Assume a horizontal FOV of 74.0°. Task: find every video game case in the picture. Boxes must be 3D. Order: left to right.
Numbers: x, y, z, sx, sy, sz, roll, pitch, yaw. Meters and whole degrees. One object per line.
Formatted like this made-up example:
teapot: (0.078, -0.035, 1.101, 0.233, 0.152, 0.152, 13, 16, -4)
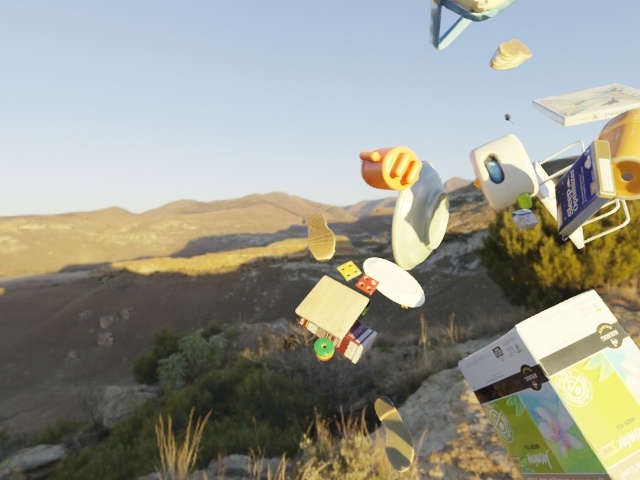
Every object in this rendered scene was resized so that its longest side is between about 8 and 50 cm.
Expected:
video game case: (0.955, -0.483, 1.494, 0.299, 0.036, 0.329, -9, 27, 12)

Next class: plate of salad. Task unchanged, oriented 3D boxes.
plate of salad: (0.204, 0.122, 1.202, 0.199, 0.048, 0.200, 23, 28, -13)

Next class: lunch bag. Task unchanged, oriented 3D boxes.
lunch bag: (0.805, -0.088, 1.678, 0.071, 0.083, 0.053, -11, -36, -18)

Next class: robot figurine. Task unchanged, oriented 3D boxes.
robot figurine: (0.203, -0.210, 1.255, 0.158, 0.128, 0.219, -14, 15, -22)

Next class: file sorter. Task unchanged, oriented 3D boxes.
file sorter: (0.861, -0.157, 1.414, 0.173, 0.278, 0.193, -34, 13, 41)

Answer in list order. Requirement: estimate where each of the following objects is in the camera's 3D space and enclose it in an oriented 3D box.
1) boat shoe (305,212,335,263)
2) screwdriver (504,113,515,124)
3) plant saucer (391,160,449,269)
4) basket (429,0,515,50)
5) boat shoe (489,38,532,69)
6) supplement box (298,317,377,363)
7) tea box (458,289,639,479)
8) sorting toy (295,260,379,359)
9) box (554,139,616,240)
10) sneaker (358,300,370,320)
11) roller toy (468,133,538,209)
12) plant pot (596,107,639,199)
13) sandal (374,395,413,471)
boat shoe: (0.000, 0.000, 1.615, 0.104, 0.089, 0.285, -7, 36, -2)
screwdriver: (0.708, -0.448, 1.576, 0.025, 0.024, 0.170, -10, 23, 13)
plant saucer: (0.380, -0.081, 1.525, 0.100, 0.401, 0.400, 13, 10, 32)
basket: (0.280, -0.483, 0.719, 0.255, 0.201, 0.289, -46, -12, 10)
boat shoe: (0.486, -0.473, 1.094, 0.170, 0.063, 0.059, -22, -17, -38)
supplement box: (0.058, 0.301, 1.453, 0.239, 0.073, 0.130, 32, 24, 21)
tea box: (0.529, 0.342, 0.941, 0.219, 0.324, 0.329, -20, -26, -15)
sorting toy: (0.034, 0.166, 1.055, 0.132, 0.046, 0.274, 26, 52, 21)
box: (0.592, -0.105, 0.978, 0.036, 0.137, 0.225, 7, -25, 7)
sneaker: (0.152, 0.244, 1.504, 0.031, 0.083, 0.035, 16, -3, -36)
roller toy: (0.510, -0.191, 1.209, 0.146, 0.191, 0.209, -23, 30, 20)
plant pot: (0.811, -0.207, 1.097, 0.205, 0.205, 0.188, 1, 38, 49)
sandal: (0.237, 0.598, 1.302, 0.088, 0.079, 0.240, -30, 35, 7)
